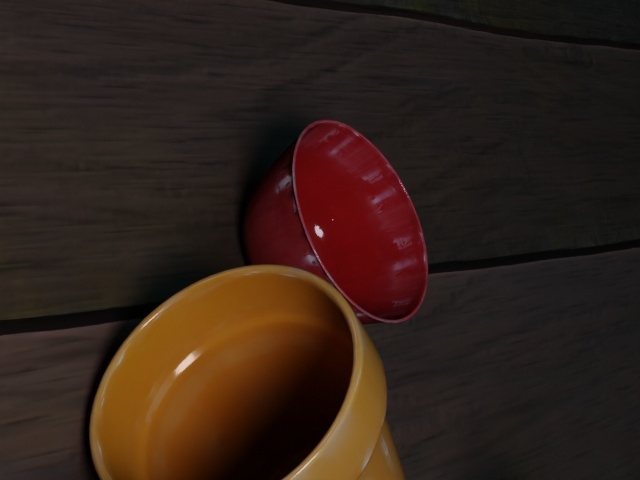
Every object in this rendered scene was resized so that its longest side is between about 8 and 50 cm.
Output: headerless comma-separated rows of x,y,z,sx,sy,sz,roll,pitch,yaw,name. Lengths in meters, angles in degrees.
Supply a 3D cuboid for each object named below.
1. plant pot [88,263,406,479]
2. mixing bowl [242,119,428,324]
-0.030,0.153,1.166,0.188,0.205,0.205,56,29,-44,plant pot
0.000,0.000,1.384,0.181,0.098,0.181,33,44,-39,mixing bowl
